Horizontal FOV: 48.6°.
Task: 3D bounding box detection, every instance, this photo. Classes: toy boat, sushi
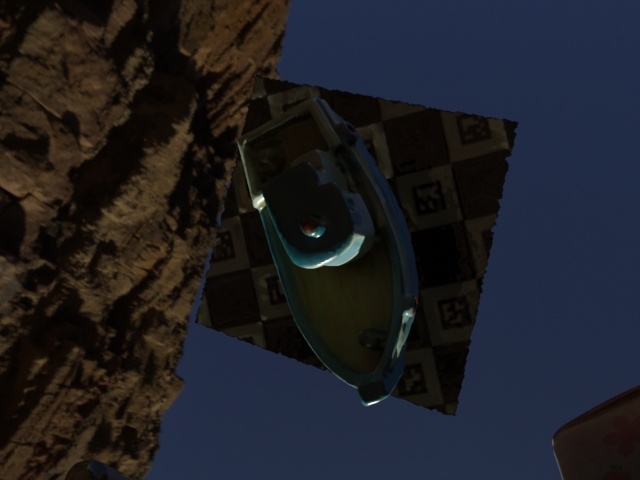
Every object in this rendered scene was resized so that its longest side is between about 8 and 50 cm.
[{"bbox_3d":[0.000,0.000,0.457,0.088,0.102,0.215,-26,-104,22],"label":"toy boat"},{"bbox_3d":[0.039,-0.005,0.746,0.292,0.059,0.294,15,-86,15],"label":"sushi"}]

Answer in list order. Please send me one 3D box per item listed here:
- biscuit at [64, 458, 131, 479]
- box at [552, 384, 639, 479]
[{"bbox_3d":[-0.253,0.422,0.892,0.062,0.291,0.237,-10,-120,6],"label":"biscuit"},{"bbox_3d":[0.309,0.268,0.529,0.190,0.370,0.112,-34,-69,19],"label":"box"}]
